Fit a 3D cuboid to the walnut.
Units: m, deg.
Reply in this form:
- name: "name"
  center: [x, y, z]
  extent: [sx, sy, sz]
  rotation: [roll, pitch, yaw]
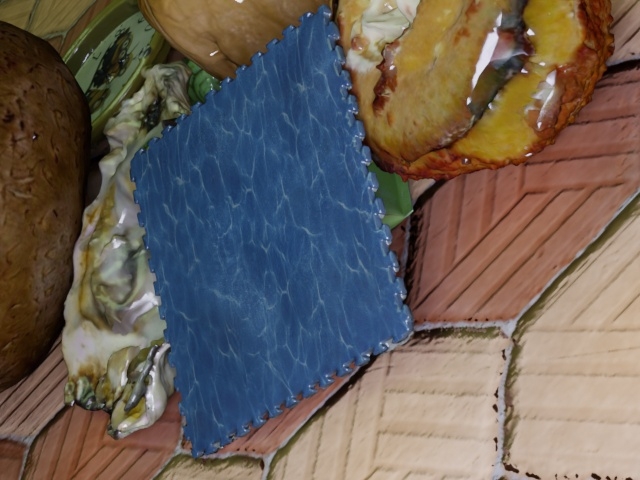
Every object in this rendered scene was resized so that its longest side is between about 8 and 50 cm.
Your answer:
- name: "walnut"
  center: [-0.056, -0.227, 1.679]
  extent: [0.193, 0.226, 0.193]
  rotation: [-52, 12, 16]

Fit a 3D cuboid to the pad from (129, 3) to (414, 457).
- name: "pad"
  center: [-0.046, -0.002, 1.429]
  extent: [0.269, 0.012, 0.269]
  rotation: [-36, 60, 41]

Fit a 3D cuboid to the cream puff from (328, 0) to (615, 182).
- name: "cream puff"
  center: [0.112, -0.152, 1.378]
  extent: [0.240, 0.164, 0.240]
  rotation: [-31, 51, 48]

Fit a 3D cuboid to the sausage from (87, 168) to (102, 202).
- name: "sausage"
  center: [-0.108, -0.075, 1.750]
  extent: [0.301, 0.066, 0.066]
  rotation: [-21, 38, 47]

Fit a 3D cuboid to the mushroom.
- name: "mushroom"
  center: [-0.307, -0.034, 1.763]
  extent: [0.239, 0.345, 0.345]
  rotation: [-17, 21, -15]

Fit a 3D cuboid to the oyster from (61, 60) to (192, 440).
- name: "oyster"
  center: [-0.130, 0.007, 1.632]
  extent: [0.201, 0.107, 0.354]
  rotation: [-18, 61, 53]

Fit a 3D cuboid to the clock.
- name: "clock"
  center: [-0.225, -0.173, 2.069]
  extent: [0.237, 0.057, 0.237]
  rotation: [-37, 30, 27]

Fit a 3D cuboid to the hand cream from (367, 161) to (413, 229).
- name: "hand cream"
  center: [0.000, 0.000, 1.504]
  extent: [0.175, 0.046, 0.095]
  rotation: [-33, 29, 17]

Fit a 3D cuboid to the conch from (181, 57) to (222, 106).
- name: "conch"
  center: [-0.086, -0.172, 1.838]
  extent: [0.106, 0.079, 0.170]
  rotation: [-24, 20, 31]
